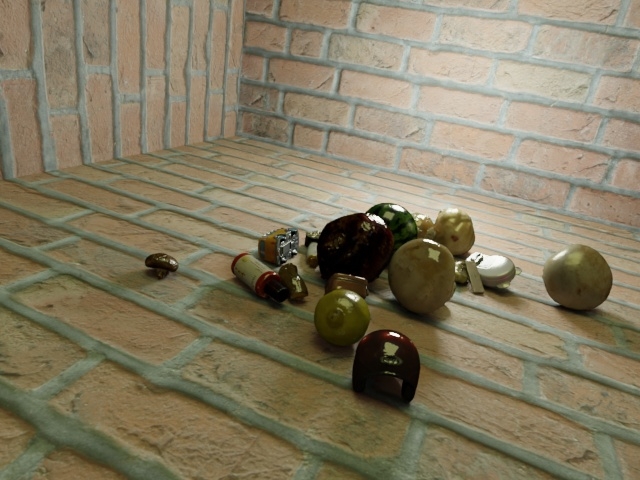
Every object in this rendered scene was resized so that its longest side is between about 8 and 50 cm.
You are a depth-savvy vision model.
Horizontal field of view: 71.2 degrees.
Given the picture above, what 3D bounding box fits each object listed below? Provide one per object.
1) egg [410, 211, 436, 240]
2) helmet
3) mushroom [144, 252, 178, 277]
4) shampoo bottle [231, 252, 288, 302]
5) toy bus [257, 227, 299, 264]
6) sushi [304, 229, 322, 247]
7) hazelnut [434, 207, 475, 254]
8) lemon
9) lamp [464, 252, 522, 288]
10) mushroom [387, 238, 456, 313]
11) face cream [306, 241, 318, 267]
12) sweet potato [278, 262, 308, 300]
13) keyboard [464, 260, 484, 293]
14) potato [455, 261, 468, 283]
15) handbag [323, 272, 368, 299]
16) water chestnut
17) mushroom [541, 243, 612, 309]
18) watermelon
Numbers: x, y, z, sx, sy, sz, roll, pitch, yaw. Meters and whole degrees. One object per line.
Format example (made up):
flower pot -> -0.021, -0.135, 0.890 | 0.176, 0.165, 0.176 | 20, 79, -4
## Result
egg -> 0.488, -0.041, 2.283 | 0.203, 0.204, 0.245 | 18, 13, 20
helmet -> 0.189, 0.354, 1.286 | 0.189, 0.193, 0.216 | 8, -6, 1
mushroom -> -0.604, 0.088, 1.704 | 0.126, 0.085, 0.109 | 11, 21, -10
shampoo bottle -> -0.223, 0.146, 1.687 | 0.104, 0.105, 0.278 | -12, 31, -41
toy bus -> -0.187, 0.017, 1.987 | 0.136, 0.126, 0.209 | 9, 21, 23
sushi -> 0.000, 0.000, 2.149 | 0.150, 0.078, 0.091 | 8, 23, -6
hazelnut -> 0.688, -0.032, 2.353 | 0.240, 0.261, 0.261 | -18, 14, 21
lemon -> 0.073, 0.250, 1.469 | 0.183, 0.184, 0.248 | 16, 6, 17
lamp -> 0.785, 0.142, 2.070 | 0.179, 0.108, 0.246 | -33, 37, -29
mushroom -> 0.428, 0.142, 1.763 | 0.289, 0.293, 0.292 | 13, 16, -39
face cream -> -0.029, 0.062, 2.027 | 0.072, 0.051, 0.182 | 11, 23, -5
sweet potato -> -0.115, 0.154, 1.761 | 0.112, 0.085, 0.286 | 39, 4, -18
keyboard -> 0.691, 0.164, 2.006 | 0.055, 0.017, 0.166 | 1, 55, -8
potato -> 0.632, 0.150, 2.043 | 0.091, 0.070, 0.138 | 33, 39, 8
handbag -> 0.093, 0.184, 1.626 | 0.151, 0.193, 0.072 | 10, 65, -4
water chestnut -> 0.149, 0.055, 1.876 | 0.302, 0.350, 0.350 | 45, 1, -35
mushroom -> 1.123, 0.173, 2.008 | 0.297, 0.298, 0.290 | 5, -13, -10
watermelon -> 0.310, -0.035, 2.091 | 0.284, 0.286, 0.285 | 8, 23, -3
